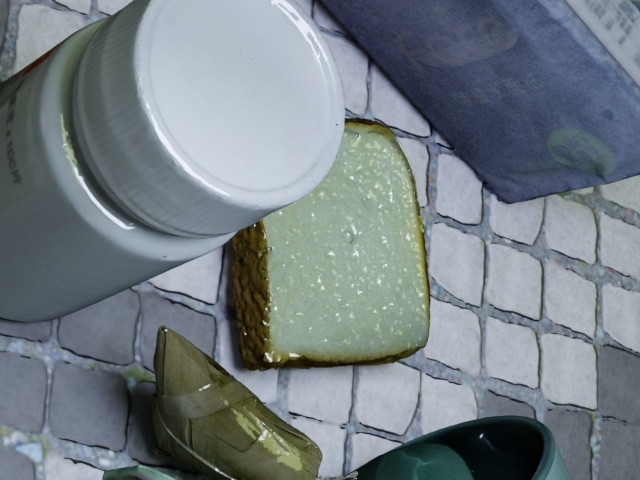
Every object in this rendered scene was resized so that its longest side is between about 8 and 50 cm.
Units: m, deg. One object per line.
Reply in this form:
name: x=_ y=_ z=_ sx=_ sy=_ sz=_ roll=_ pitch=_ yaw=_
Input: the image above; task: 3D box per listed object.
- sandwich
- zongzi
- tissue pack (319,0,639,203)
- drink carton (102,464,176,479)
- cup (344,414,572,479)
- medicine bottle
sandwich: x=0.000 y=0.000 z=1.775 sx=0.226 sy=0.087 sz=0.251 roll=-1 pitch=79 yaw=-36
zongzi: x=-0.062 y=0.156 z=1.579 sx=0.189 sy=0.178 sz=0.081 roll=24 pitch=57 yaw=14
tissue pack: x=0.182 y=-0.221 z=1.840 sx=0.394 sy=0.288 sz=0.124 roll=46 pitch=58 yaw=-23
drink carton: x=-0.154 y=0.289 z=1.536 sx=0.144 sy=0.146 sz=0.142 roll=45 pitch=62 yaw=-17
cup: x=0.105 y=0.402 z=1.636 sx=0.392 sy=0.401 sz=0.310 roll=61 pitch=17 yaw=-11
medicine bottle: x=-0.165 y=-0.070 z=1.486 sx=0.211 sy=0.371 sz=0.211 roll=13 pitch=67 yaw=-34
